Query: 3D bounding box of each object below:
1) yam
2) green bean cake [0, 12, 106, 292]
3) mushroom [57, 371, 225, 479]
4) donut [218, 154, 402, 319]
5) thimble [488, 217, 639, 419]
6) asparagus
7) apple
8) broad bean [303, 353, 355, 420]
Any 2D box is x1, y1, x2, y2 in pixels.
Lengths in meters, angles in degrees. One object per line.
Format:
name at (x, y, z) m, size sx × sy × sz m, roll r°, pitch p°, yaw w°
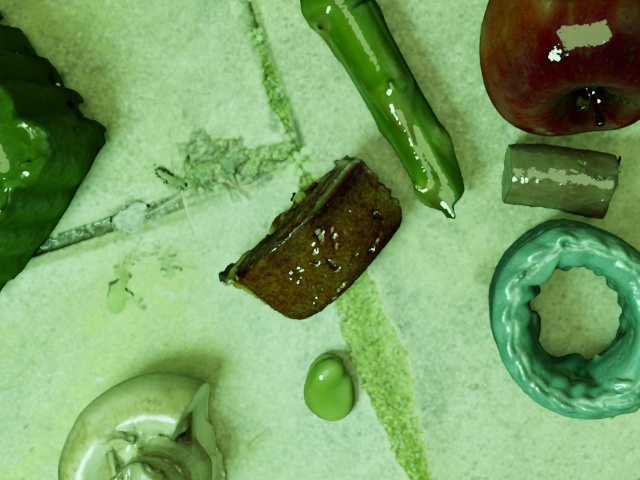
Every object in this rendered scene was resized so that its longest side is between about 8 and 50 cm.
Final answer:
yam at (0.276, -0.070, 1.241) m, size 0.127 × 0.084 × 0.084 m, roll 7°, pitch 94°, yaw 7°
green bean cake at (-0.463, -0.105, 1.281) m, size 0.319 × 0.218 × 0.335 m, roll -44°, pitch 81°, yaw 15°
mushroom at (-0.223, 0.287, 1.269) m, size 0.189 × 0.195 × 0.253 m, roll -5°, pitch 89°, yaw 11°
donut at (-0.004, 0.008, 1.260) m, size 0.126 × 0.144 × 0.186 m, roll 41°, pitch 71°, yaw -16°
thimble at (0.295, 0.093, 1.218) m, size 0.198 × 0.143 × 0.235 m, roll -23°, pitch 92°, yaw 8°
asparagus at (0.079, -0.180, 1.261) m, size 0.082 × 0.085 × 0.343 m, roll -32°, pitch 90°, yaw 11°
apple at (0.288, -0.226, 1.172) m, size 0.234 × 0.234 × 0.234 m, roll 0°, pitch 93°, yaw 7°
broad bean at (0.010, 0.181, 1.310) m, size 0.063 × 0.045 × 0.083 m, roll -8°, pitch 100°, yaw -4°
